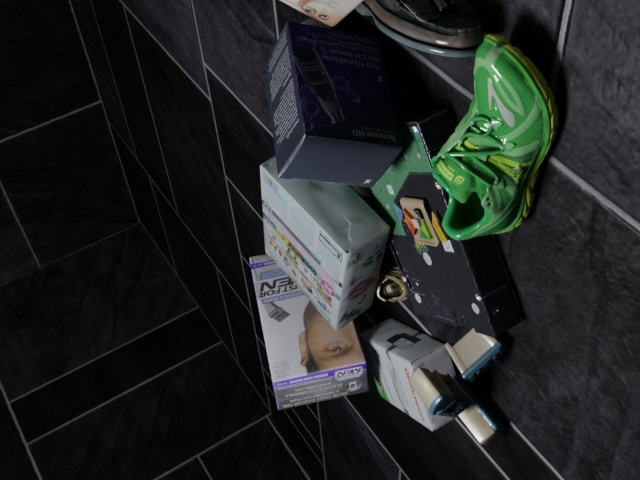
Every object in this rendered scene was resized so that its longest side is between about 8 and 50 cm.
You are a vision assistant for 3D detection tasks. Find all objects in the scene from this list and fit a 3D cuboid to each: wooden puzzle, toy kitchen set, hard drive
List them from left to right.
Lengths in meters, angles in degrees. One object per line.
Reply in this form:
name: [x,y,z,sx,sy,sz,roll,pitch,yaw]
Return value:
wooden puzzle: [0.144,-0.027,1.200,0.078,0.014,0.116,67,161,-9]
hard drive: [0.169,-0.030,1.249,0.237,0.064,0.339,9,124,67]
toy kitchen set: [0.269,0.237,1.346,0.122,0.166,0.207,53,-165,30]

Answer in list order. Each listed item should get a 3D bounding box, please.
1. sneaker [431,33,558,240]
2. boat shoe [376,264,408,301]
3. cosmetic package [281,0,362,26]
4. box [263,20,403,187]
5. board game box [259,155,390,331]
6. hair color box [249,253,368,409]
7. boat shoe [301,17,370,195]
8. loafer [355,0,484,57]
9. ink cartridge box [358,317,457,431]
sneaker: [0.202,-0.104,0.978,0.109,0.123,0.295,48,155,39]
boat shoe: [0.131,0.082,1.478,0.068,0.072,0.190,61,161,4]
cosmetic package: [0.043,-0.376,0.901,0.129,0.153,0.296,23,165,-19]
box: [0.014,-0.193,1.172,0.108,0.153,0.207,128,138,-52]
board game box: [0.000,0.000,1.442,0.224,0.097,0.303,48,158,21]
hair color box: [-0.029,0.165,1.672,0.110,0.185,0.339,84,173,-47]
boat shoe: [0.015,-0.213,1.339,0.091,0.109,0.305,19,137,59]
loafer: [0.109,-0.305,1.011,0.267,0.096,0.084,47,143,47]
ink cartridge box: [0.175,0.253,1.565,0.208,0.087,0.153,22,135,64]
